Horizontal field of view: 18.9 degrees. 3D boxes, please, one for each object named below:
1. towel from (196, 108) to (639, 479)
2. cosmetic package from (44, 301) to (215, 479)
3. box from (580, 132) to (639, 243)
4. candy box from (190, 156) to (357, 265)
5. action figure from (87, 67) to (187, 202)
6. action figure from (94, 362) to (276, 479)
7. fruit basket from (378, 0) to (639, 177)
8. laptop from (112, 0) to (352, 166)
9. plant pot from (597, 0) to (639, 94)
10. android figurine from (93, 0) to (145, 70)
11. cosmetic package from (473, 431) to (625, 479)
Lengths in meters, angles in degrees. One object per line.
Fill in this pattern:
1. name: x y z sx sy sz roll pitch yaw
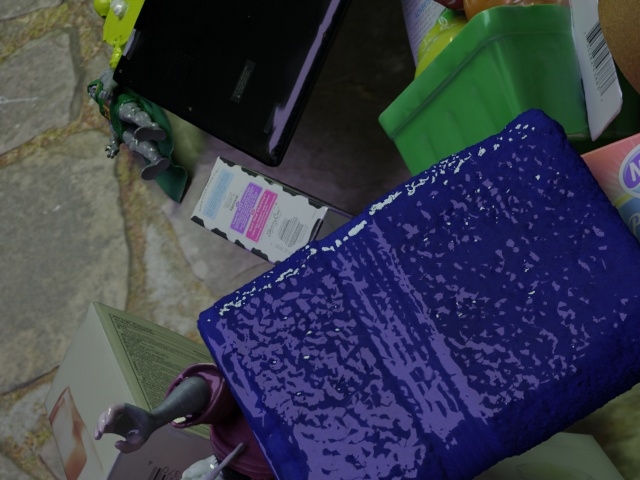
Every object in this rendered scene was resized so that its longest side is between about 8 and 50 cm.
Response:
1. towel: 0.086 0.068 1.371 0.308 0.076 0.227 -32 61 6
2. cosmetic package: -0.161 0.186 1.849 0.129 0.153 0.296 -63 20 11
3. box: 0.300 -0.017 1.407 0.300 0.154 0.142 -21 78 45
4. candy box: 0.000 0.000 1.789 0.196 0.165 0.070 26 93 53
5. action figure: -0.221 -0.141 2.200 0.232 0.063 0.137 -135 36 -59
6. action figure: -0.008 0.125 1.608 0.370 0.248 0.275 -37 15 36
7. fruit basket: 0.156 -0.209 1.638 0.327 0.165 0.353 134 134 -60
8. laptop: -0.024 -0.291 1.952 0.408 0.236 0.382 30 99 43
9. plant pot: 0.337 -0.199 1.401 0.254 0.237 0.237 -32 50 34
10. android figurine: -0.183 -0.321 2.224 0.248 0.056 0.273 -19 50 54
11. cosmetic package: 0.141 0.253 1.424 0.224 0.224 0.138 55 128 48
